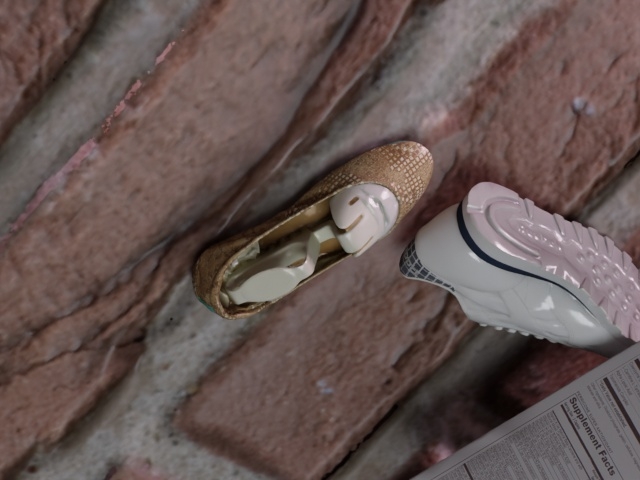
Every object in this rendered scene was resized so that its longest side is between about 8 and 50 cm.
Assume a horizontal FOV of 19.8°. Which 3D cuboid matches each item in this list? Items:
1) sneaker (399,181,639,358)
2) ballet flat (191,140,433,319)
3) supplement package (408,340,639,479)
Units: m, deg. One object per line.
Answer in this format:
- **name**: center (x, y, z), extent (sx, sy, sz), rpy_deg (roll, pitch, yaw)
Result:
- **sneaker**: center (0.171, 0.038, 1.425), extent (0.235, 0.090, 0.095), rpy_deg (31, 128, -27)
- **ballet flat**: center (0.000, 0.000, 1.362), extent (0.206, 0.067, 0.073), rpy_deg (-33, 120, 7)
- **supplement package**: center (0.247, 0.227, 1.430), extent (0.262, 0.198, 0.199), rpy_deg (-33, 150, 10)
